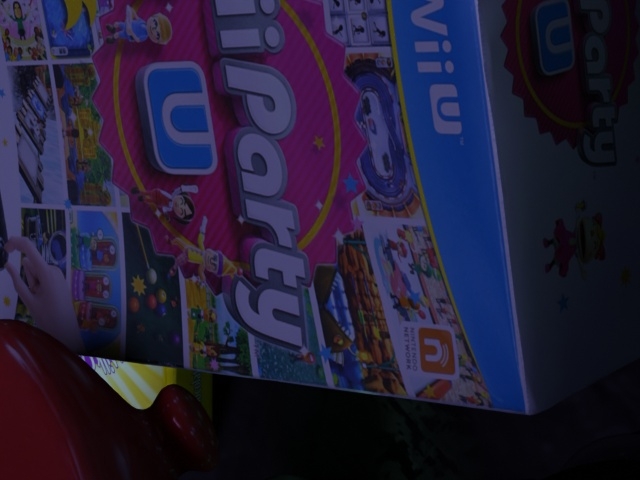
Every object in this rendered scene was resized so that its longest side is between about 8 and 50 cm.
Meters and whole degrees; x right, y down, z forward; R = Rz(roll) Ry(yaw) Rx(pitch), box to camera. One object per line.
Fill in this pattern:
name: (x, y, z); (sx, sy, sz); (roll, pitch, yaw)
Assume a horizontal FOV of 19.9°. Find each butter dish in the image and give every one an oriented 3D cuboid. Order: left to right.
butter dish: (-0.091, 0.092, 0.651); (0.160, 0.118, 0.160); (58, 178, 32)

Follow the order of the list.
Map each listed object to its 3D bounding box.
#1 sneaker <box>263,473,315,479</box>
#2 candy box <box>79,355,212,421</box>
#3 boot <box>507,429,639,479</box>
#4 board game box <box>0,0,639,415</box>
sneaker: (-0.074, 0.208, 0.797); (0.101, 0.106, 0.267); (47, 129, 37)
candy box: (-0.123, 0.008, 0.866); (0.206, 0.027, 0.105); (30, 133, 39)
boot: (0.098, 0.130, 0.445); (0.348, 0.260, 0.131); (-1, 93, 52)
board game box: (-0.031, -0.072, 0.650); (0.303, 0.097, 0.224); (3, 106, 43)
